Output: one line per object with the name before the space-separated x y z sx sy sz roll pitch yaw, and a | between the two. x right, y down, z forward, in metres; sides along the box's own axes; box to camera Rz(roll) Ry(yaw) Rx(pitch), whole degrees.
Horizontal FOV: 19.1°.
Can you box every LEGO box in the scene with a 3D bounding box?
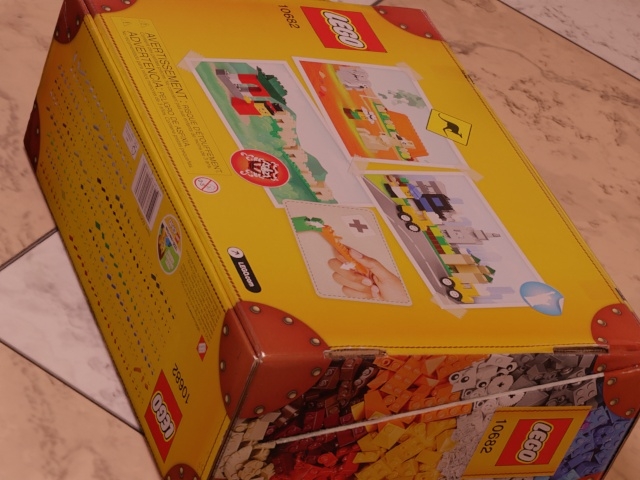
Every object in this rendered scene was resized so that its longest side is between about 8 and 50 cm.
LEGO box | 0.000 0.000 1.630 0.372 0.193 0.500 2 39 -28
